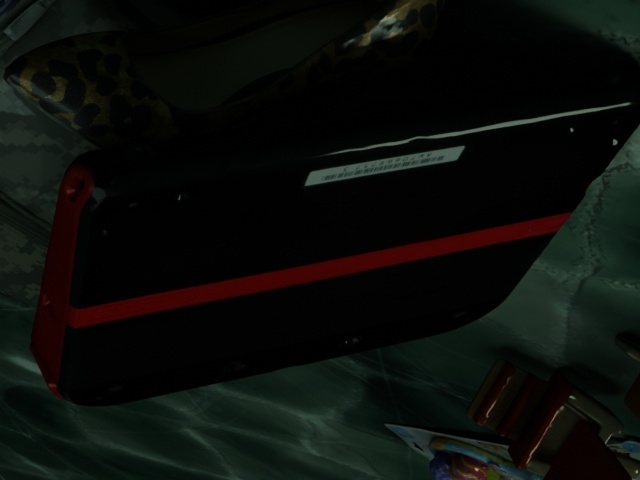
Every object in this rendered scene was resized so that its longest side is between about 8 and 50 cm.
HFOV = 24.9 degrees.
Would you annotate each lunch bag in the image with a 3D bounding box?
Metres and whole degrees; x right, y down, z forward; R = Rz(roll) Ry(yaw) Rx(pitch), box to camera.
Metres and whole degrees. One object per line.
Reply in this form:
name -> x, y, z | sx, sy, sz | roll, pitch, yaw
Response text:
lunch bag -> -0.178, -0.102, 1.039 | 0.256, 0.212, 0.305 | -19, 140, 32

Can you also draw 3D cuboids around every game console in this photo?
game console -> 0.000, 0.000, 1.001 | 0.387, 0.060, 0.342 | -11, 154, -20

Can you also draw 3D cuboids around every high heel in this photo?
high heel -> -0.046, -0.129, 0.860 | 0.261, 0.093, 0.186 | 4, 139, -49

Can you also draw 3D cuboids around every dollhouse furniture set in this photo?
dollhouse furniture set -> 0.232, 0.208, 1.353 | 0.135, 0.262, 0.259 | 27, -171, -11

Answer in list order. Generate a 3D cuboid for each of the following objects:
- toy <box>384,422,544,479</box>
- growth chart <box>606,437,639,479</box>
toy -> 0.198, 0.289, 1.800 | 0.237, 0.056, 0.137 | 0, 149, 41
growth chart -> 0.375, 0.260, 1.628 | 0.237, 0.021, 0.172 | 0, 149, 40
